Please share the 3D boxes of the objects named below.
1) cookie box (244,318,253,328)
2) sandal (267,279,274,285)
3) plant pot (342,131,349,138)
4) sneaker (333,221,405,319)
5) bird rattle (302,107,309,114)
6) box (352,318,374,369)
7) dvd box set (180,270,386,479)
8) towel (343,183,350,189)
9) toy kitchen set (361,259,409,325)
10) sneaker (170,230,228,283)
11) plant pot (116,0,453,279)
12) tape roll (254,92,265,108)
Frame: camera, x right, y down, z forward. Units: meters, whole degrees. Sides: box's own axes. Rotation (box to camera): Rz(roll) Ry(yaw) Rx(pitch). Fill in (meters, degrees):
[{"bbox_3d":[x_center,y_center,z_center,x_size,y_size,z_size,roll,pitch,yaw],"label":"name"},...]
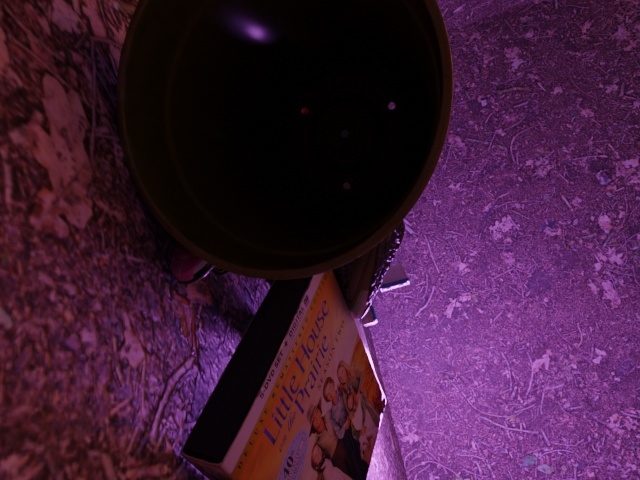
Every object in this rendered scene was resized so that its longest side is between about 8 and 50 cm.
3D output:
[{"bbox_3d":[-0.063,0.141,0.745,0.092,0.107,0.040,33,40,-78],"label":"cookie box"},{"bbox_3d":[-0.073,0.108,0.963,0.179,0.040,0.067,64,12,-50],"label":"sandal"},{"bbox_3d":[0.015,-0.244,1.467,0.271,0.255,0.272,-15,90,-83],"label":"plant pot"},{"bbox_3d":[0.010,0.050,0.782,0.158,0.182,0.410,-62,-179,-28],"label":"sneaker"},{"bbox_3d":[-0.106,-0.275,1.034,0.253,0.143,0.207,30,64,-35],"label":"bird rattle"},{"bbox_3d":[0.062,0.274,1.258,0.148,0.121,0.311,14,60,-80],"label":"box"},{"bbox_3d":[-0.005,0.266,0.649,0.308,0.062,0.420,-63,143,-41],"label":"dvd box set"},{"bbox_3d":[0.078,-0.061,1.162,0.374,0.090,0.321,-11,-116,60],"label":"towel"},{"bbox_3d":[0.177,0.157,1.236,0.207,0.166,0.122,52,22,-68],"label":"toy kitchen set"},{"bbox_3d":[-0.145,0.021,0.588,0.170,0.063,0.075,-80,158,-65],"label":"sneaker"},{"bbox_3d":[-0.003,-0.162,0.599,0.353,0.366,0.367,-23,97,-70],"label":"plant pot"},{"bbox_3d":[-0.179,-0.327,0.787,0.286,0.100,0.286,-24,90,-82],"label":"tape roll"}]
